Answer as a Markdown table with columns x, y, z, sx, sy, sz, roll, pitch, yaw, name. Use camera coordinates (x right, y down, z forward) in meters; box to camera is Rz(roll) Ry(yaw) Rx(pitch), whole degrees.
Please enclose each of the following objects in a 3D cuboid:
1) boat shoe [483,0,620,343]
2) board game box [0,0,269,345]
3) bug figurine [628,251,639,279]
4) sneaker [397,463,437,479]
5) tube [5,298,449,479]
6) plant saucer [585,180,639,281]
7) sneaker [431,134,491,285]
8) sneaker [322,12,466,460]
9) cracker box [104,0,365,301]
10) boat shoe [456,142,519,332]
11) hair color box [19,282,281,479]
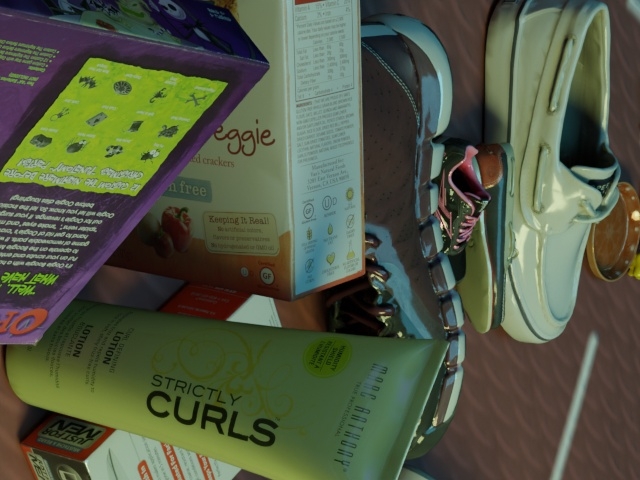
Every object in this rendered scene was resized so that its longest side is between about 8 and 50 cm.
| x | y | z | sx | sy | sz | roll | pitch | yaw | name |
| --- | --- | --- | --- | --- | --- | --- | --- | --- | --- |
| 0.178 | -0.049 | 1.258 | 0.096 | 0.088 | 0.268 | -14 | 108 | -51 | boat shoe |
| -0.197 | -0.035 | 0.704 | 0.346 | 0.056 | 0.208 | 5 | 131 | -54 | board game box |
| 0.353 | -0.060 | 1.502 | 0.216 | 0.072 | 0.279 | 1 | 97 | -53 | bug figurine |
| 0.053 | 0.276 | 1.168 | 0.163 | 0.086 | 0.226 | -56 | 140 | -25 | sneaker |
| -0.053 | 0.071 | 0.854 | 0.062 | 0.240 | 0.070 | -19 | 113 | -52 | tube |
| 0.240 | -0.008 | 1.411 | 0.083 | 0.013 | 0.084 | -16 | 110 | -50 | plant saucer |
| 0.092 | -0.020 | 1.178 | 0.047 | 0.057 | 0.119 | -38 | 127 | -45 | sneaker |
| 0.000 | 0.000 | 1.040 | 0.162 | 0.106 | 0.281 | -3 | 89 | -47 | sneaker |
| -0.059 | -0.096 | 0.881 | 0.067 | 0.155 | 0.232 | -17 | 111 | -49 | cracker box |
| 0.121 | -0.002 | 1.222 | 0.043 | 0.049 | 0.137 | -11 | 102 | -28 | boat shoe |
| -0.085 | 0.102 | 0.974 | 0.167 | 0.053 | 0.093 | -45 | 132 | -39 | hair color box |
